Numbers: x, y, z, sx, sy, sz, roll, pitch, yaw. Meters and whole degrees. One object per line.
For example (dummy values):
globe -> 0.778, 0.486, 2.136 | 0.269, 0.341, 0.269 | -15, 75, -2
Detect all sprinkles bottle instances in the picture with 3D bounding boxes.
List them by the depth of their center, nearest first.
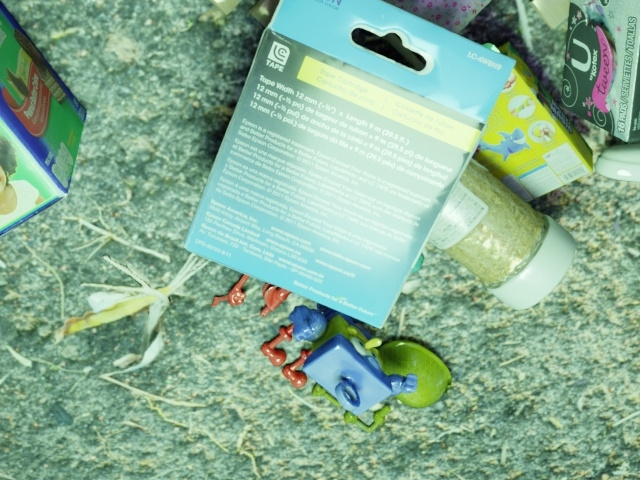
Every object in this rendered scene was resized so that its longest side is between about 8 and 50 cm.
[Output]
sprinkles bottle -> 0.148, -0.061, 1.253 | 0.355, 0.121, 0.121 | 37, 109, -11

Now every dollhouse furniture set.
dollhouse furniture set -> 0.087, -0.269, 1.142 | 0.303, 0.174, 0.355 | -42, 113, 16

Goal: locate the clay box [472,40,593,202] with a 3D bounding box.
clay box -> 0.227, -0.149, 1.264 | 0.127, 0.053, 0.222 | -27, 118, 33

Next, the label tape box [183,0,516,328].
label tape box -> 0.026, -0.105, 1.120 | 0.249, 0.115, 0.347 | 23, 115, -4

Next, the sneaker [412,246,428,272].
sneaker -> 0.000, 0.000, 1.296 | 0.275, 0.110, 0.107 | 16, 157, -6

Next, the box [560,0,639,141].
box -> 0.387, -0.262, 1.175 | 0.163, 0.142, 0.247 | -12, 118, -18

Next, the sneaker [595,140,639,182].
sneaker -> 0.489, -0.143, 1.298 | 0.290, 0.106, 0.123 | -8, 105, -7

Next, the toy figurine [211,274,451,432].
toy figurine -> 0.030, 0.181, 1.346 | 0.191, 0.217, 0.362 | -38, 114, 14

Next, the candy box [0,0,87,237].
candy box -> -0.396, -0.191, 1.083 | 0.122, 0.268, 0.317 | -32, 116, 7
